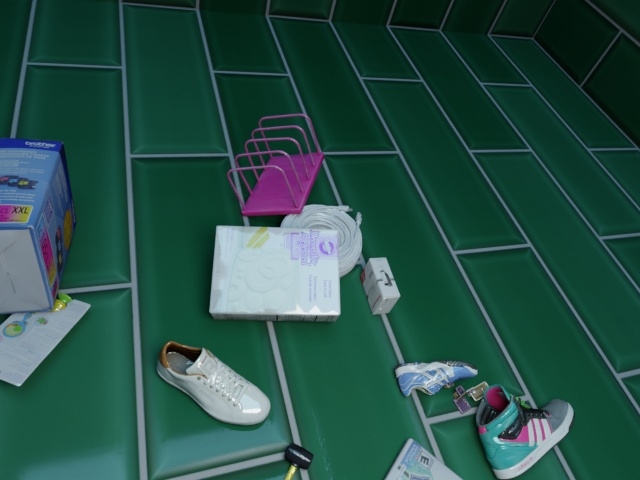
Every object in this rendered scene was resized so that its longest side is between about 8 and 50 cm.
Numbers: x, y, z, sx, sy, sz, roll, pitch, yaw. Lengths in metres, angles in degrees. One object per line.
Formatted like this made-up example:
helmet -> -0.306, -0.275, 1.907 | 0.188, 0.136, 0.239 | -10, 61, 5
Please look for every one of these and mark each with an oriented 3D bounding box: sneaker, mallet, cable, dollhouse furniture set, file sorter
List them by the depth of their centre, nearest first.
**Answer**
mallet -> -0.088, 0.527, 1.011 | 0.062, 0.039, 0.190 | 34, 54, 10
sneaker -> -0.245, 0.323, 1.073 | 0.289, 0.123, 0.106 | 25, 47, 3
sneaker -> 0.500, 0.434, 1.187 | 0.295, 0.124, 0.179 | -24, 82, -30
sneaker -> 0.302, 0.358, 1.227 | 0.211, 0.080, 0.081 | -7, 64, 6
dollhouse furniture set -> 0.401, 0.379, 1.241 | 0.114, 0.081, 0.091 | -16, 58, -27
cable -> 0.000, 0.000, 1.433 | 0.256, 0.089, 0.257 | 9, 50, -8
file sorter -> -0.138, -0.243, 1.480 | 0.201, 0.182, 0.291 | -1, 45, 22

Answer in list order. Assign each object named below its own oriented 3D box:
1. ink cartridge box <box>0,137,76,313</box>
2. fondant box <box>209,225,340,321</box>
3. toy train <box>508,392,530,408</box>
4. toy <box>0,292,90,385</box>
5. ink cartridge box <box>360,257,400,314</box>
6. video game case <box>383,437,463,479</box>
ink cartridge box -> -0.701, -0.062, 1.135 | 0.151, 0.270, 0.396 | 0, 42, -18
fondant box -> -0.117, 0.089, 1.255 | 0.329, 0.096, 0.239 | 2, 68, -7
toy train -> 0.526, 0.430, 1.273 | 0.083, 0.024, 0.017 | 27, 49, 6
toy -> -0.657, 0.221, 1.080 | 0.136, 0.056, 0.237 | 19, 44, 4
ink cartridge box -> 0.170, 0.132, 1.365 | 0.056, 0.099, 0.135 | -2, 53, -19
video game case -> 0.234, 0.649, 1.000 | 0.299, 0.036, 0.329 | 36, 51, 14
